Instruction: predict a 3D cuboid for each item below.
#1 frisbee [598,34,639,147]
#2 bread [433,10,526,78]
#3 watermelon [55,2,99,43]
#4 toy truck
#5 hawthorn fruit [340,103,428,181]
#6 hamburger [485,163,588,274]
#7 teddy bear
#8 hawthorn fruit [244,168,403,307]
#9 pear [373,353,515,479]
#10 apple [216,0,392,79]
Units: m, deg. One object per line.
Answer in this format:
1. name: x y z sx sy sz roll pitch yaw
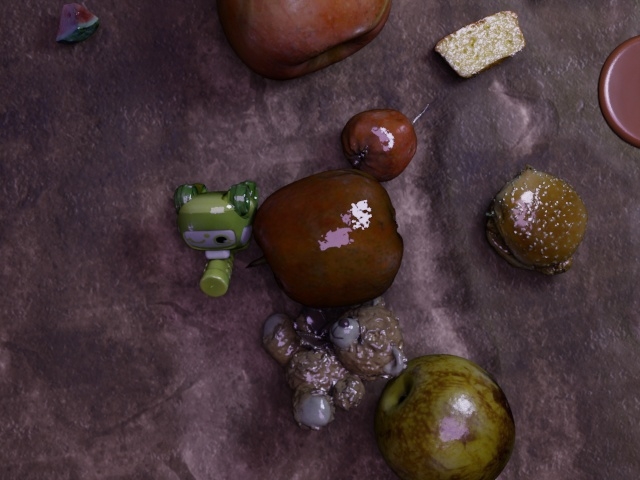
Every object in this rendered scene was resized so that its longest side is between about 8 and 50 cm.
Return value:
1. frisbee: 0.707 -0.314 1.858 0.251 0.021 0.250 0 88 -5
2. bread: 0.324 -0.395 1.800 0.187 0.065 0.103 -29 92 -8
3. watermelon: -0.480 -0.416 1.710 0.092 0.084 0.072 -36 82 -19
4. toy truck: -0.191 -0.021 1.681 0.148 0.187 0.210 -2 113 7
5. hawthorn fruit: 0.130 -0.189 1.745 0.189 0.149 0.149 -9 88 -36
6. hamburger: 0.441 -0.034 1.768 0.189 0.122 0.215 -45 95 -8
7. teddy bear: 0.042 0.219 1.685 0.256 0.156 0.267 -33 53 12
8. hawthorn fruit: 0.000 0.000 1.646 0.301 0.268 0.267 -16 89 -4
9. pear: 0.238 0.350 1.657 0.284 0.283 0.283 0 88 -6
10. apple: -0.037 -0.478 1.632 0.338 0.338 0.305 -25 91 -6
